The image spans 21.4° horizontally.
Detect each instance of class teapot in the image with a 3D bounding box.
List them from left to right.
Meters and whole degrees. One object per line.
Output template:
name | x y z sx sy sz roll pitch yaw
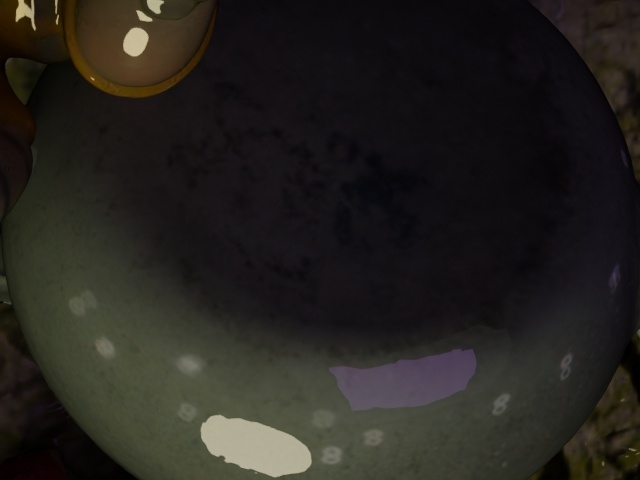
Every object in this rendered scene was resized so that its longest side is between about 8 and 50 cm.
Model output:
teapot | 0.000 0.000 0.522 0.294 0.129 0.193 6 62 -3

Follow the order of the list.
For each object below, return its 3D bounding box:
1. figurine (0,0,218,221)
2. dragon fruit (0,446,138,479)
figurine | -0.151 -0.079 0.416 0.257 0.167 0.192 -2 106 -16
dragon fruit | -0.082 0.170 0.563 0.262 0.134 0.211 26 74 -58
